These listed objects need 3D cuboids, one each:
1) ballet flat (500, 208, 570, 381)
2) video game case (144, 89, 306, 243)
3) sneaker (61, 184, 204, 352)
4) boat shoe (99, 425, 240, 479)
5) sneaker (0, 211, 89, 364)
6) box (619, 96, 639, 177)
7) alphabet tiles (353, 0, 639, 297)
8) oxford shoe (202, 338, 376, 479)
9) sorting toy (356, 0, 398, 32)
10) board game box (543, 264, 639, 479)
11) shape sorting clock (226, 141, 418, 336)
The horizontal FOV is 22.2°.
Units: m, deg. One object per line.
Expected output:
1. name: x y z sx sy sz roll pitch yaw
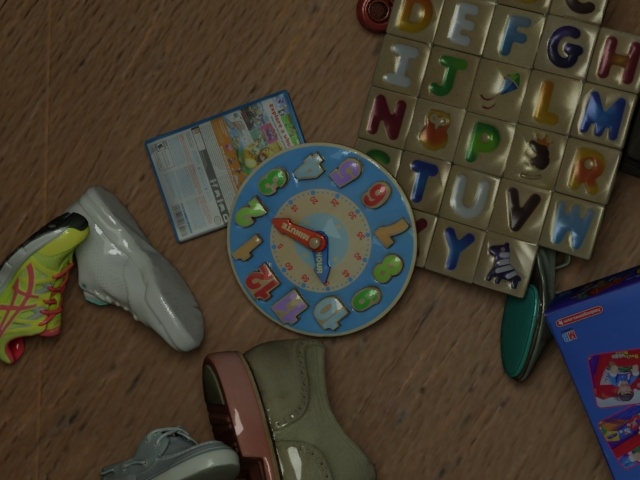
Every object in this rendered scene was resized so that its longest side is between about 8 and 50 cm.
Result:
1. ballet flat: 0.229 0.040 1.695 0.068 0.072 0.213 3 87 -24
2. video game case: -0.095 -0.080 1.767 0.166 0.015 0.119 -20 82 4
3. sneaker: -0.209 0.048 1.745 0.094 0.080 0.212 -41 73 13
4. boat shoe: -0.164 0.231 1.662 0.227 0.079 0.081 -32 63 46
5. sneaker: -0.299 0.053 1.733 0.094 0.081 0.208 45 120 -1
6. box: 0.363 -0.110 1.586 0.113 0.275 0.094 19 88 8
7. alphabet tiles: 0.177 -0.127 1.677 0.285 0.011 0.343 18 96 26
8. oxford shoe: 0.005 0.285 1.651 0.146 0.140 0.397 -16 82 -18
9. sorting toy: 0.086 -0.257 1.757 0.102 0.042 0.061 -8 99 -6
10. board game box: 0.424 0.111 1.584 0.347 0.078 0.233 -21 97 21
11. shape sorting clock: 0.000 0.000 1.711 0.206 0.040 0.206 3 101 17
